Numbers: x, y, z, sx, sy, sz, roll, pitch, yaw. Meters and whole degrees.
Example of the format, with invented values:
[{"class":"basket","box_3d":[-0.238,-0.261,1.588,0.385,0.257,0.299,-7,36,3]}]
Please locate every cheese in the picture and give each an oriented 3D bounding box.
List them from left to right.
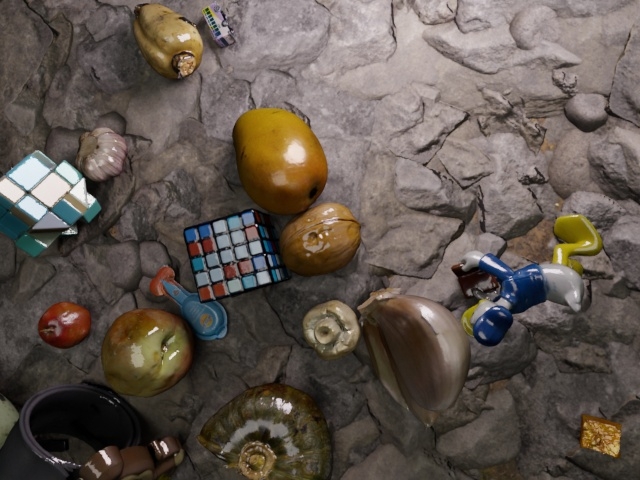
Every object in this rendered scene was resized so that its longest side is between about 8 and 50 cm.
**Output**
[{"class":"cheese","box_3d":[-0.344,0.167,1.149,0.256,0.037,0.106,39,92,9]}]

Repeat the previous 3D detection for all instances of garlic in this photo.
[{"class":"garlic","box_3d":[-0.580,-0.225,1.162,0.147,0.102,0.159,-38,60,7]},{"class":"garlic","box_3d":[0.214,0.242,0.978,0.132,0.279,0.324,-24,75,-28]}]

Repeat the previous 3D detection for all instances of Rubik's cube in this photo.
[{"class":"Rubik's cube","box_3d":[-0.713,-0.082,1.113,0.266,0.224,0.213,-17,128,39]},{"class":"Rubik's cube","box_3d":[-0.198,0.038,1.059,0.184,0.182,0.186,-19,85,8]}]

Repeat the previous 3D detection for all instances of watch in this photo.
[{"class":"watch","box_3d":[-0.568,0.514,1.057,0.327,0.335,0.314,38,99,26]}]

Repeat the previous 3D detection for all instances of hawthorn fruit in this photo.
[{"class":"hawthorn fruit","box_3d":[-0.684,0.228,1.153,0.125,0.140,0.125,13,118,26]}]

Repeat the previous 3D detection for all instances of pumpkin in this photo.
[{"class":"pumpkin","box_3d":[-0.098,0.470,1.039,0.325,0.242,0.232,31,63,12]},{"class":"pumpkin","box_3d":[0.640,0.445,0.997,0.084,0.054,0.074,8,86,29]}]

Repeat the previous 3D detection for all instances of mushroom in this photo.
[{"class":"mushroom","box_3d":[0.026,0.216,1.055,0.148,0.112,0.147,1,94,16]}]

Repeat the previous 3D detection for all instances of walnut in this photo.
[{"class":"walnut","box_3d":[0.000,0.000,1.047,0.207,0.167,0.167,-24,85,4]}]

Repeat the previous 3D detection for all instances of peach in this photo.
[{"class":"peach","box_3d":[-0.438,0.274,1.072,0.236,0.214,0.214,-19,85,28]}]

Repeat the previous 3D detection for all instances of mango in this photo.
[{"class":"mango","box_3d":[-0.104,-0.203,1.052,0.212,0.173,0.317,-24,62,-7]}]

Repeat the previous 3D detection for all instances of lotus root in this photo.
[{"class":"lotus root","box_3d":[-0.390,-0.515,1.129,0.154,0.140,0.256,-41,73,18]}]

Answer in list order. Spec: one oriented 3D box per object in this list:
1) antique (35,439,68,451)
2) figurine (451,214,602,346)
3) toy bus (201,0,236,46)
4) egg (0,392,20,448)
[{"class":"antique","box_3d":[-0.788,0.568,1.204,0.192,0.015,0.030,-4,89,8]},{"class":"figurine","box_3d":[0.398,0.096,0.936,0.284,0.338,0.204,11,126,43]},{"class":"toy bus","box_3d":[-0.269,-0.569,1.157,0.058,0.052,0.102,-26,83,8]},{"class":"egg","box_3d":[-0.918,0.507,1.082,0.380,0.288,0.287,28,92,24]}]
